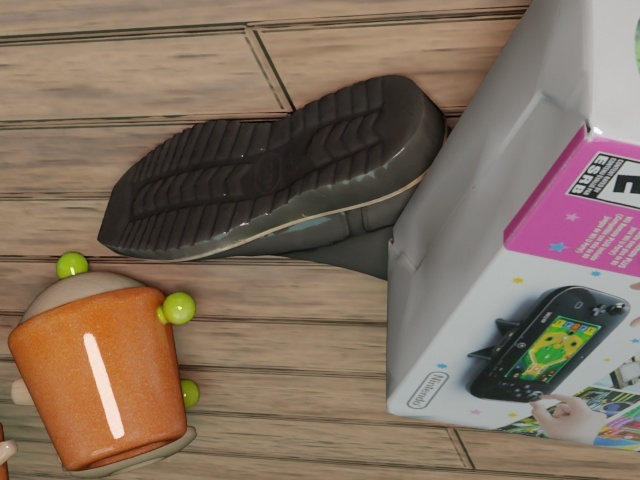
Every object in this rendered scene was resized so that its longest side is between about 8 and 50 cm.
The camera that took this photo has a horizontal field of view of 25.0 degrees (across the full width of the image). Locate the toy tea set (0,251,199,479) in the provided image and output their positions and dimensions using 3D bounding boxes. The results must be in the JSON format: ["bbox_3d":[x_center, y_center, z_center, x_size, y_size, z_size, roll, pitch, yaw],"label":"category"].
[{"bbox_3d":[-0.228,0.102,0.859,0.336,0.124,0.200,-15,169,-19],"label":"toy tea set"}]

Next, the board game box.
[{"bbox_3d":[0.202,0.009,0.577,0.303,0.097,0.224,10,149,-11],"label":"board game box"}]

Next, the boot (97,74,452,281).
[{"bbox_3d":[0.000,0.000,0.720,0.198,0.077,0.137,-9,145,35],"label":"boot"}]
